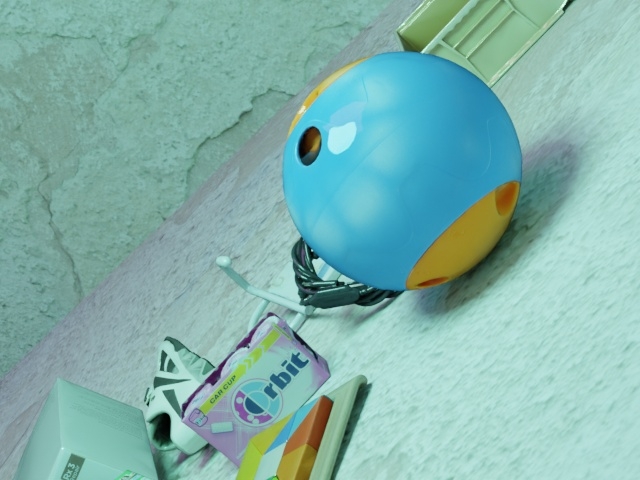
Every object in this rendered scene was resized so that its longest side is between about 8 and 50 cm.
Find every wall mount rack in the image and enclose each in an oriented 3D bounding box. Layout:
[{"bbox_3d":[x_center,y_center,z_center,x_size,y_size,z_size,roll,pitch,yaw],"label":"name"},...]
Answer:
[{"bbox_3d":[0.000,0.000,2.145,0.350,0.130,0.304,-54,33,-14],"label":"wall mount rack"}]

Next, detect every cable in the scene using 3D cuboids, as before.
[{"bbox_3d":[0.051,0.021,1.942,0.184,0.047,0.150,-14,50,20],"label":"cable"}]

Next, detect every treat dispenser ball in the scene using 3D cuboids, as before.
[{"bbox_3d":[0.098,-0.083,1.732,0.288,0.288,0.288,-45,15,15],"label":"treat dispenser ball"}]

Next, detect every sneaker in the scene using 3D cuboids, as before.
[{"bbox_3d":[-0.216,0.240,2.170,0.146,0.122,0.330,-49,14,-8],"label":"sneaker"}]

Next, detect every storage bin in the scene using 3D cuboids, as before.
[{"bbox_3d":[0.258,-0.359,2.306,0.260,0.123,0.262,-46,14,13],"label":"storage bin"}]

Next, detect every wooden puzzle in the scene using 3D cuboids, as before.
[{"bbox_3d":[-0.052,0.278,1.739,0.221,0.044,0.238,-37,19,42],"label":"wooden puzzle"}]

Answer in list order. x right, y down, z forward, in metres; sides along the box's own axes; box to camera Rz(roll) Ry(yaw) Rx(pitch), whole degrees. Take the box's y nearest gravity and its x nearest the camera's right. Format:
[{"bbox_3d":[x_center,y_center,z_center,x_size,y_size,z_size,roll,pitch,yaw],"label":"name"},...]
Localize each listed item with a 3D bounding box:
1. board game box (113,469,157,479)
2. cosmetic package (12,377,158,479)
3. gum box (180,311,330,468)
[{"bbox_3d":[-0.278,0.373,1.569,0.317,0.046,0.213,-36,18,-27],"label":"board game box"},{"bbox_3d":[-0.356,0.364,2.113,0.217,0.156,0.385,-65,15,6],"label":"cosmetic package"},{"bbox_3d":[-0.084,0.196,1.918,0.188,0.107,0.062,-47,14,8],"label":"gum box"}]
